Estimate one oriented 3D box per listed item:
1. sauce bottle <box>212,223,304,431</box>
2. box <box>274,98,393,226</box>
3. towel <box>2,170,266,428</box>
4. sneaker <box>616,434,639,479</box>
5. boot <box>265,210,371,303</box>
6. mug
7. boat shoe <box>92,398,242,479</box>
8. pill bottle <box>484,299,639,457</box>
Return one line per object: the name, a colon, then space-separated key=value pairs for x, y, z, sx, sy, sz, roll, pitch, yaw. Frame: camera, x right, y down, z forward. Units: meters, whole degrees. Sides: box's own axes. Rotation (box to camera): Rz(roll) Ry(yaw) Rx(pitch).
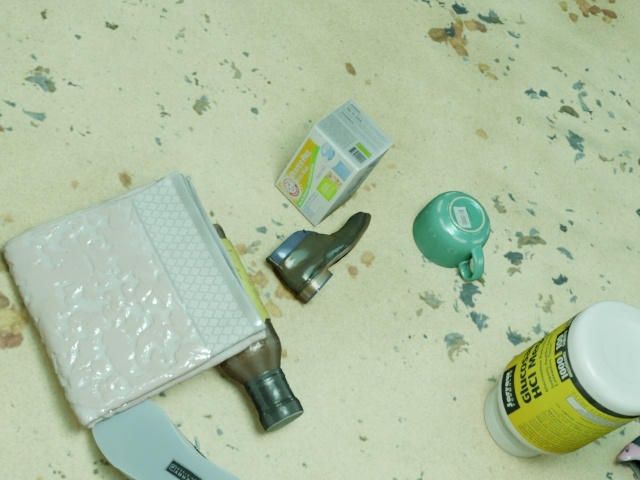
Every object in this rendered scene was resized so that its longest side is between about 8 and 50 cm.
sauce bottle: x=-0.131 y=0.139 z=1.795 sx=0.111 sy=0.111 sz=0.344 roll=-20 pitch=72 yaw=-32
box: x=0.020 y=-0.133 z=1.957 sx=0.114 sy=0.203 sz=0.103 roll=46 pitch=54 yaw=7
towel: x=-0.287 y=0.078 z=1.717 sx=0.317 sy=0.053 sz=0.332 roll=-25 pitch=66 yaw=-11
sneaker: x=0.633 y=0.493 z=1.970 sx=0.131 sy=0.112 sz=0.319 roll=-19 pitch=69 yaw=-14
boot: x=0.000 y=0.000 z=1.950 sx=0.106 sy=0.082 sz=0.219 roll=41 pitch=56 yaw=-3
mug: x=0.260 y=-0.019 z=2.067 sx=0.158 sy=0.097 sz=0.129 roll=36 pitch=55 yaw=-3
boat shoe: x=-0.211 y=0.341 z=1.652 sx=0.306 sy=0.105 sz=0.113 roll=27 pitch=63 yaw=21
pill bottle: x=0.413 y=0.245 z=1.849 sx=0.188 sy=0.334 sz=0.188 roll=11 pitch=59 yaw=-19
